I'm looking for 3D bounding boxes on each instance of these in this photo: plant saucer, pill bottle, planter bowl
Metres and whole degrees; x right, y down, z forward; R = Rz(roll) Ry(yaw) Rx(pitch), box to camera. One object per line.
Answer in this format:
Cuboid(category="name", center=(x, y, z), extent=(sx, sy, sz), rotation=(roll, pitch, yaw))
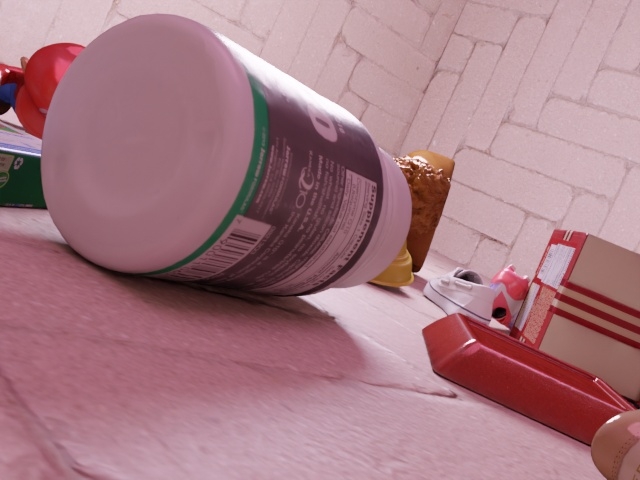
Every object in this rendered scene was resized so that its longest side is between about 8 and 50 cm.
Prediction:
Cuboid(category="plant saucer", center=(0.248, 0.158, 0.924), extent=(0.258, 0.048, 0.259), rotation=(25, 4, 3))
Cuboid(category="pill bottle", center=(-0.060, -0.053, 0.757), extent=(0.204, 0.204, 0.361), rotation=(27, 5, 29))
Cuboid(category="planter bowl", center=(0.078, -0.013, 1.387), extent=(0.217, 0.090, 0.217), rotation=(21, 18, -7))

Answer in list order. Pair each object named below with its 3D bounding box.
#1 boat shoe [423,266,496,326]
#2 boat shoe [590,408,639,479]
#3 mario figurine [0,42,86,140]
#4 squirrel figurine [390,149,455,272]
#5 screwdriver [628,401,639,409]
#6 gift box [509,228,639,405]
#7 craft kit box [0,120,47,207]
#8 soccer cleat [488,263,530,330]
Cuboid(category="boat shoe", center=(0.257, 0.092, 1.434), extent=(0.095, 0.084, 0.258), rotation=(24, 5, -13))
Cuboid(category="boat shoe", center=(0.348, 0.185, 0.684), extent=(0.341, 0.121, 0.110), rotation=(18, 9, -45))
Cuboid(category="mario figurine", center=(-0.407, -0.180, 1.148), extent=(0.198, 0.170, 0.320), rotation=(-19, 15, -26))
Cuboid(category="squirrel figurine", center=(0.088, -0.113, 1.784), extent=(0.370, 0.281, 0.397), rotation=(18, 0, 6))
Cuboid(category="screwdriver", center=(0.454, 0.248, 1.158), extent=(0.170, 0.024, 0.025), rotation=(29, 28, -58))
Cuboid(category="gift box", center=(0.496, 0.118, 1.359), extent=(0.258, 0.255, 0.276), rotation=(23, 8, 3))
Cuboid(category="craft kit box", center=(-0.363, -0.102, 0.683), extent=(0.246, 0.061, 0.250), rotation=(28, 5, 10))
Cuboid(category="soccer cleat", center=(0.362, 0.132, 1.542), extent=(0.083, 0.095, 0.248), rotation=(44, -7, 32))
